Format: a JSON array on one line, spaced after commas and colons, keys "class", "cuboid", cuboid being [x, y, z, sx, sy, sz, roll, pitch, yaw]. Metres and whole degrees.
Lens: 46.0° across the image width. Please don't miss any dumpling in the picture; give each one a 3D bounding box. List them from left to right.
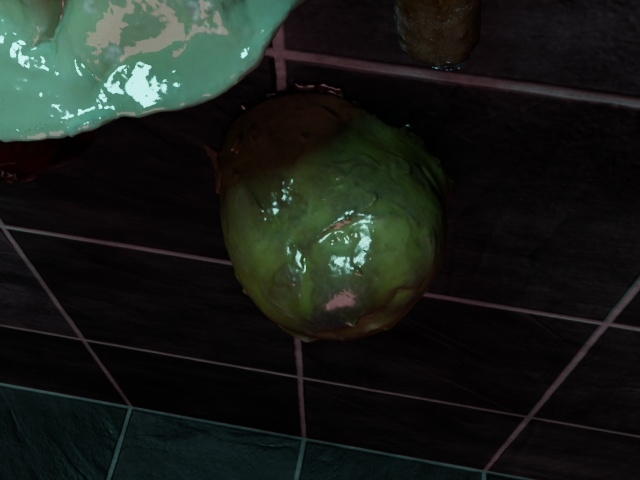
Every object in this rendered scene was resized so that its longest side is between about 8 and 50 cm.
[{"class": "dumpling", "cuboid": [-0.183, -0.231, 0.589, 0.320, 0.211, 0.270, 11, 117, 29]}]

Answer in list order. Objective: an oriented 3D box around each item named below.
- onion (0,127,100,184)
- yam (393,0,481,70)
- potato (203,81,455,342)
[{"class": "onion", "cuboid": [-0.354, -0.159, 0.757, 0.280, 0.281, 0.221, 23, -168, -20]}, {"class": "yam", "cuboid": [0.095, -0.215, 0.624, 0.079, 0.079, 0.141, 4, 149, 14]}, {"class": "potato", "cuboid": [0.000, 0.000, 0.870, 0.300, 0.237, 0.288, 26, 148, -23]}]
